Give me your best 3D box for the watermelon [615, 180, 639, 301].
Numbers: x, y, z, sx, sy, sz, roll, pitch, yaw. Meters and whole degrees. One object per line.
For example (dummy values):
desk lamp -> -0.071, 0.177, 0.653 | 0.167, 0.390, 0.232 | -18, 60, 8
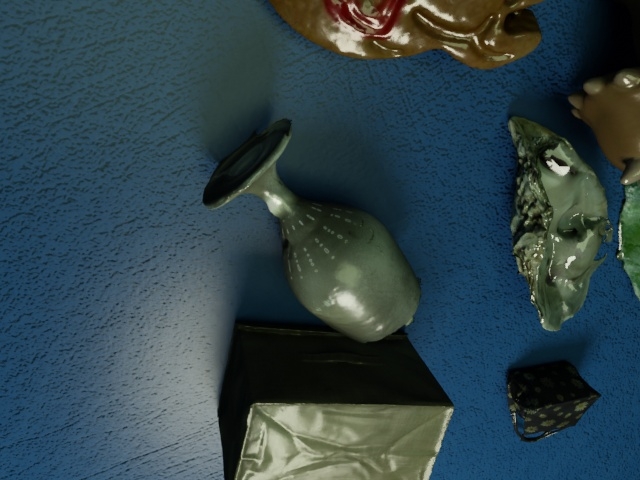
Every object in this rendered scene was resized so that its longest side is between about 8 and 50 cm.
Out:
watermelon -> 0.555, -0.036, 0.677 | 0.302, 0.151, 0.264 | -18, 116, -6

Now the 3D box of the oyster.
oyster -> 0.281, -0.002, 0.655 | 0.252, 0.087, 0.199 | 27, 94, -31

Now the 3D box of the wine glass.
wine glass -> 0.000, 0.000, 0.564 | 0.126, 0.126, 0.241 | -42, 115, 6

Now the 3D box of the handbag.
handbag -> 0.326, 0.252, 0.798 | 0.115, 0.072, 0.139 | -8, 128, -13

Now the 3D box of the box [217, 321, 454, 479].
box -> 0.009, 0.199, 0.637 | 0.231, 0.149, 0.155 | 7, 112, -18

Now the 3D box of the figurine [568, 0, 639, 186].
figurine -> 0.346, -0.175, 0.560 | 0.173, 0.177, 0.247 | -22, 98, 35

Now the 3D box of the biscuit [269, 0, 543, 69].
biscuit -> 0.113, -0.289, 0.448 | 0.367, 0.063, 0.314 | -20, 120, 12
